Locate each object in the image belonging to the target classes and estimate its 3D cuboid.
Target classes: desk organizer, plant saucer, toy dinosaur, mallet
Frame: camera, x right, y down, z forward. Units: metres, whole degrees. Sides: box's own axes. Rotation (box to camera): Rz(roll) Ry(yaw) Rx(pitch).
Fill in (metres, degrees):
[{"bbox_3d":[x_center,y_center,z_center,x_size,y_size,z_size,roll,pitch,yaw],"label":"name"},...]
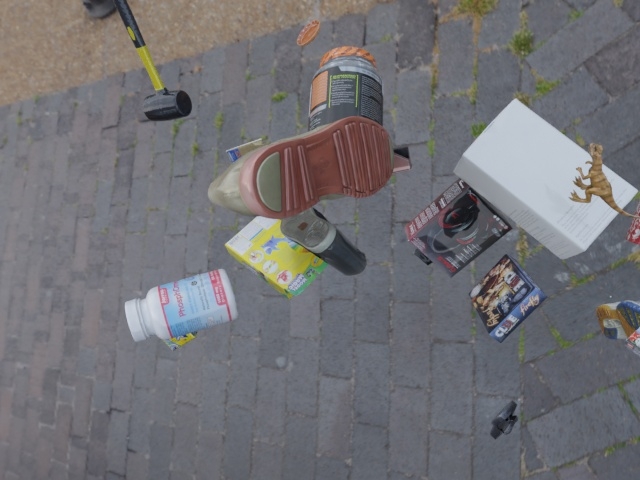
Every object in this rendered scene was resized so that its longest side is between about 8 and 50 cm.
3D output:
[{"bbox_3d":[0.185,-0.189,1.135,0.047,0.130,0.050,-10,101,14],"label":"desk organizer"},{"bbox_3d":[-0.030,-0.567,1.341,0.084,0.013,0.083,-27,46,32],"label":"plant saucer"},{"bbox_3d":[0.619,-0.110,1.079,0.211,0.064,0.112,55,155,-14],"label":"toy dinosaur"},{"bbox_3d":[-0.239,-0.244,0.641,0.063,0.039,0.189,-10,121,28],"label":"mallet"}]

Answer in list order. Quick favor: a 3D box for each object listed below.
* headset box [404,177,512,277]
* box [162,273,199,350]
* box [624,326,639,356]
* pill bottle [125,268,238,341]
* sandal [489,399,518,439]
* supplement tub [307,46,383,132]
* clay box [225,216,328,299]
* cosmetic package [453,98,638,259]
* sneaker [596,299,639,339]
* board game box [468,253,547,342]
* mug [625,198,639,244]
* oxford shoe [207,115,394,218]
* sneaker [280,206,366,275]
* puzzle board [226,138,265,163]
[{"bbox_3d":[0.442,-0.032,1.629,0.218,0.110,0.293,40,112,-17],"label":"headset box"},{"bbox_3d":[-0.255,0.133,0.934,0.054,0.169,0.059,-34,107,14],"label":"box"},{"bbox_3d":[0.559,0.170,0.743,0.094,0.027,0.137,-42,50,-5],"label":"box"},{"bbox_3d":[-0.218,0.106,0.775,0.160,0.087,0.087,-16,72,-15],"label":"pill bottle"},{"bbox_3d":[0.578,0.563,1.510,0.097,0.254,0.054,-41,55,-11],"label":"sandal"},{"bbox_3d":[0.066,-0.322,1.261,0.194,0.194,0.315,-7,69,30],"label":"supplement tub"},{"bbox_3d":[-0.086,0.034,1.064,0.222,0.053,0.127,34,66,29],"label":"clay box"},{"bbox_3d":[0.573,-0.157,1.282,0.217,0.156,0.385,-45,77,-4],"label":"cosmetic package"},{"bbox_3d":[0.742,0.175,1.099,0.131,0.296,0.111,-13,87,8],"label":"sneaker"},{"bbox_3d":[0.491,0.146,1.306,0.042,0.243,0.165,36,107,-8],"label":"board game box"},{"bbox_3d":[0.884,-0.067,1.297,0.113,0.151,0.169,35,115,51],"label":"mug"},{"bbox_3d":[-0.014,-0.131,0.841,0.147,0.397,0.140,0,103,42],"label":"oxford shoe"},{"bbox_3d":[0.000,0.000,0.966,0.083,0.118,0.222,-48,30,2],"label":"sneaker"},{"bbox_3d":[-0.172,-0.194,1.251,0.097,0.128,0.011,-17,42,7],"label":"puzzle board"}]
